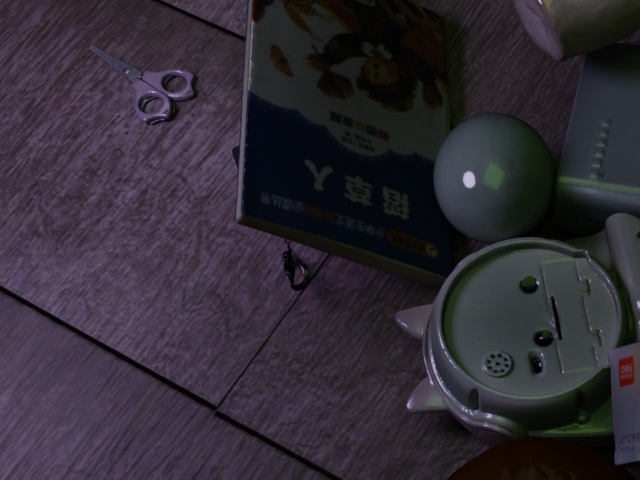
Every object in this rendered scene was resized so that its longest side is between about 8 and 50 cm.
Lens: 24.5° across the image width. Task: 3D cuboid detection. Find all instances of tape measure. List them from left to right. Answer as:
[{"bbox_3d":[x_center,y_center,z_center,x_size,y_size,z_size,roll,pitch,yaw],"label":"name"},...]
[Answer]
[{"bbox_3d":[0.000,0.003,1.829,0.107,0.104,0.180,-9,52,-3],"label":"tape measure"}]

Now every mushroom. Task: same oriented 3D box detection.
[{"bbox_3d":[0.416,-0.389,1.825,0.356,0.315,0.315,-4,58,14],"label":"mushroom"}]

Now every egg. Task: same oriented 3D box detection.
[{"bbox_3d":[0.213,-0.076,1.809,0.149,0.149,0.192,-5,30,6],"label":"egg"}]

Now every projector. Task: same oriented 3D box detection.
[{"bbox_3d":[0.411,-0.119,1.836,0.198,0.108,0.250,9,59,15],"label":"projector"}]

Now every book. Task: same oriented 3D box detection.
[{"bbox_3d":[0.035,-0.164,1.869,0.300,0.039,0.428,17,55,-25],"label":"book"}]

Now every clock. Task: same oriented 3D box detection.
[{"bbox_3d":[0.251,0.114,1.715,0.324,0.109,0.265,-10,58,4],"label":"clock"}]

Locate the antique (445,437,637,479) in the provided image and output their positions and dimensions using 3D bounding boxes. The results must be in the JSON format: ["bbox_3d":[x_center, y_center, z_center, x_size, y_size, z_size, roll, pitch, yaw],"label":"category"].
[{"bbox_3d":[0.251,0.333,1.566,0.278,0.129,0.223,21,64,21],"label":"antique"}]

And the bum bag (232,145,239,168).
[{"bbox_3d":[-0.023,-0.141,1.956,0.197,0.049,0.087,-31,54,-9],"label":"bum bag"}]

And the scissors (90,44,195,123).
[{"bbox_3d":[-0.262,-0.231,2.075,0.189,0.015,0.100,33,67,28],"label":"scissors"}]

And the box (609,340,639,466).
[{"bbox_3d":[0.445,0.181,1.577,0.269,0.079,0.135,3,77,-19],"label":"box"}]
